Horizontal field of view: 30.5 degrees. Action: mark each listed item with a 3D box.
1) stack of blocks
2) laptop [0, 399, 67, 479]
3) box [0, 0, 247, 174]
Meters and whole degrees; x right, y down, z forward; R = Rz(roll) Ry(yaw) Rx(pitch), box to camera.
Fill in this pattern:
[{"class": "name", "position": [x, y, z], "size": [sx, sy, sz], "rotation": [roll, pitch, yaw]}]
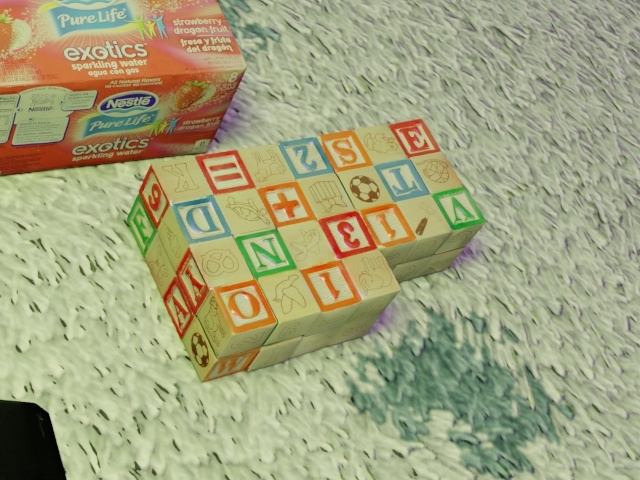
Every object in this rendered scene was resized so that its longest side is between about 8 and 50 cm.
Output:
[{"class": "stack of blocks", "position": [0.000, 0.000, 1.056], "size": [0.297, 0.087, 0.171], "rotation": [-14, 64, -33]}, {"class": "laptop", "position": [-0.301, 0.236, 0.790], "size": [0.264, 0.136, 0.234], "rotation": [-19, 64, -7]}, {"class": "box", "position": [-0.212, -0.148, 1.033], "size": [0.257, 0.128, 0.122], "rotation": [-9, 62, -30]}]
